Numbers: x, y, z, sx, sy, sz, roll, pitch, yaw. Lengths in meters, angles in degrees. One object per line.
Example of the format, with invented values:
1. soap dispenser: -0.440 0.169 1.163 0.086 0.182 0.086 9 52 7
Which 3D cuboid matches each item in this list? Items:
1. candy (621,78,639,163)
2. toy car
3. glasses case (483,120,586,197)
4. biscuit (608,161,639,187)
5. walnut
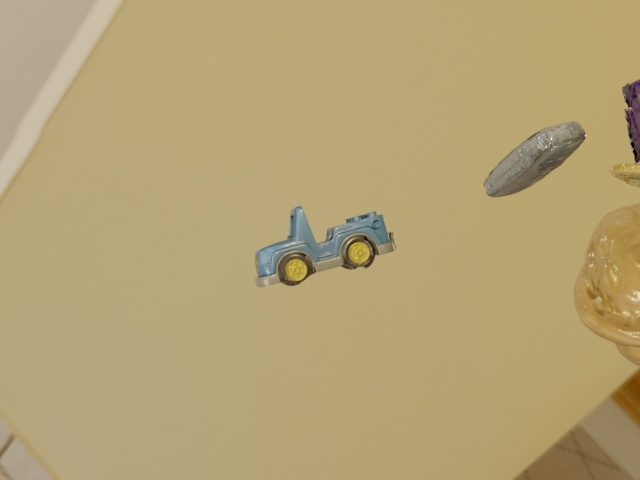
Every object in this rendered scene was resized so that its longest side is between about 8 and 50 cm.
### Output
1. candy: 0.619 -0.247 1.874 0.275 0.070 0.145 -30 111 -35
2. toy car: 0.000 0.000 1.361 0.097 0.191 0.100 167 -93 -84
3. glasses case: 0.386 -0.145 1.917 0.109 0.282 0.067 -20 80 -20
4. biscuit: 0.599 -0.104 1.773 0.220 0.033 0.220 8 0 0
5. walnut: 0.721 0.104 2.217 0.384 0.383 0.383 31 27 -18
